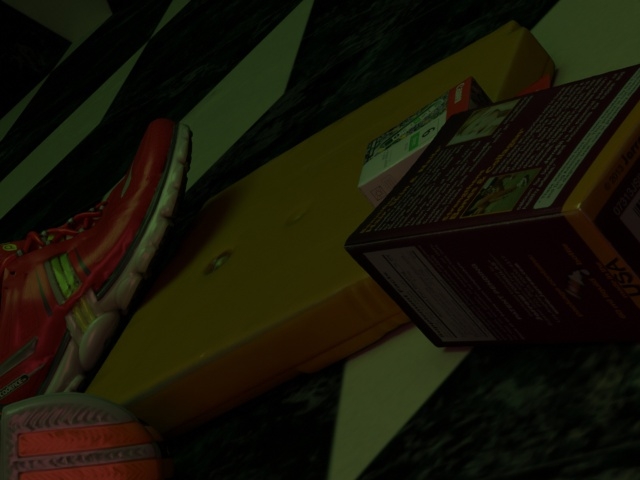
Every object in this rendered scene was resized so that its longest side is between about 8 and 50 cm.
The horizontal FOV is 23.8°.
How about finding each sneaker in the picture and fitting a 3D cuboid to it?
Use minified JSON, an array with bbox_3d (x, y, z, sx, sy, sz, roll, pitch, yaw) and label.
[{"bbox_3d":[-0.244,0.153,0.884,0.321,0.125,0.180,0,-9,-3],"label":"sneaker"},{"bbox_3d":[-0.186,0.021,1.112,0.279,0.118,0.107,-61,2,-10],"label":"sneaker"}]

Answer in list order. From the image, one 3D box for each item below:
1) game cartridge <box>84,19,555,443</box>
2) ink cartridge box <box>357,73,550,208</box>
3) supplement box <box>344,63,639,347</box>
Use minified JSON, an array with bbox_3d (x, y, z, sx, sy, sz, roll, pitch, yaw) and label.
[{"bbox_3d":[0.000,0.000,1.007,0.323,0.053,0.285,-27,22,34],"label":"game cartridge"},{"bbox_3d":[0.077,-0.063,0.869,0.115,0.029,0.063,-33,19,23],"label":"ink cartridge box"},{"bbox_3d":[0.111,-0.013,0.724,0.104,0.081,0.188,-50,19,-24],"label":"supplement box"}]
